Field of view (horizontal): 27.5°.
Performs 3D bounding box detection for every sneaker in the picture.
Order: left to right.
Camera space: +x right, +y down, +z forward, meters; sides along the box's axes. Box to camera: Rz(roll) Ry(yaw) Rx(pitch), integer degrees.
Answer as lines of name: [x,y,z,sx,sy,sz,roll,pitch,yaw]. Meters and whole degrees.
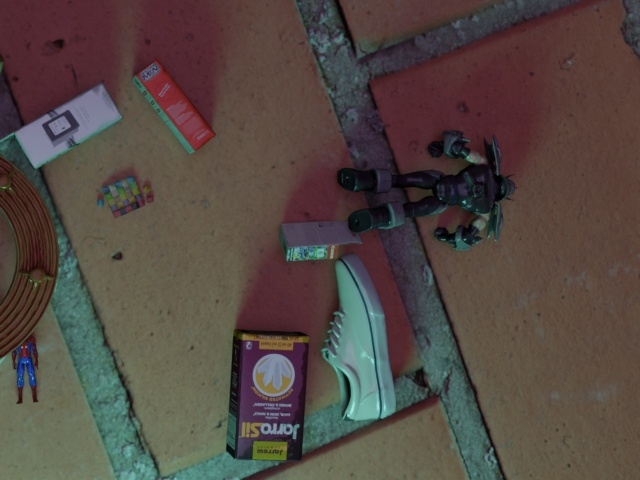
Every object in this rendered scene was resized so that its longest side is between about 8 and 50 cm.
sneaker: [0.048,0.150,1.969,0.091,0.094,0.258,-13,94,-17]

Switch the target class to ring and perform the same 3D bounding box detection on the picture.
ring: [-0.529,0.022,1.801,0.336,0.032,0.337,1,86,-17]

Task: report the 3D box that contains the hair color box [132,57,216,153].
hair color box: [-0.215,-0.196,1.921,0.043,0.072,0.141,-40,99,-9]

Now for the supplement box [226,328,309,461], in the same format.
supplement box: [-0.079,0.229,1.948,0.104,0.081,0.188,3,90,-13]

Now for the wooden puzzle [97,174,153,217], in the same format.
wooden puzzle: [-0.290,-0.065,1.937,0.083,0.006,0.049,-24,95,-12]

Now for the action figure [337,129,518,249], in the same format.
action figure: [0.177,-0.076,2.001,0.285,0.099,0.185,-5,84,-21]

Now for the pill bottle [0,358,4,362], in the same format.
pill bottle: [-0.501,0.137,1.860,0.116,0.065,0.065,43,81,-10]

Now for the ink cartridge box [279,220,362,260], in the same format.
ink cartridge box: [0.000,0.000,1.974,0.115,0.063,0.029,-3,127,-13]

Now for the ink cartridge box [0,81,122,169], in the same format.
ink cartridge box: [-0.377,-0.153,1.868,0.180,0.104,0.060,-32,98,-10]

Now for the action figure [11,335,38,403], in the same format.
action figure: [-0.427,0.178,1.897,0.038,0.030,0.115,-4,89,-8]

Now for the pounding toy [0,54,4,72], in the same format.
pounding toy: [-0.585,-0.263,1.840,0.269,0.155,0.154,32,112,-2]
